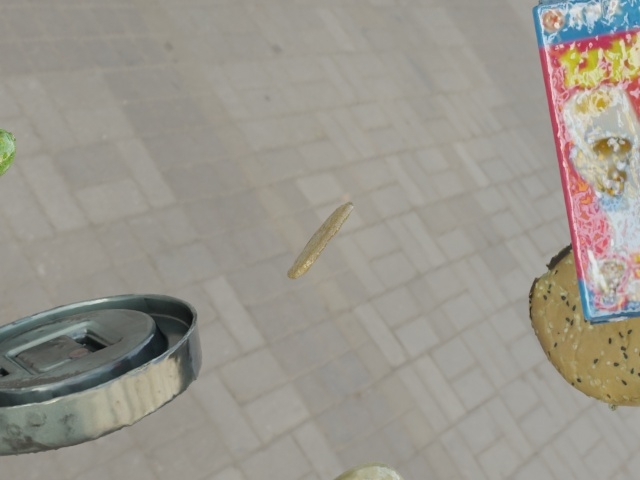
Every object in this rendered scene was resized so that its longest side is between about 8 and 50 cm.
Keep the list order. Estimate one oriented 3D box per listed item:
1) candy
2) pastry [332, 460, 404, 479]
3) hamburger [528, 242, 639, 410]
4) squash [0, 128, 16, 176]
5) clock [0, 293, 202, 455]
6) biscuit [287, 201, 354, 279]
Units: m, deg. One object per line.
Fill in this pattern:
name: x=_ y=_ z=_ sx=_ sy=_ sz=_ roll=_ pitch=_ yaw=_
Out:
candy: x=0.302 y=-0.085 z=1.070 sx=0.100 sy=0.157 sz=0.306 roll=-9 pitch=89 yaw=-76
pastry: x=0.063 y=0.408 z=1.799 sx=0.156 sy=0.156 sz=0.092 roll=-6 pitch=62 yaw=-53
hamburger: x=0.504 y=0.120 z=1.804 sx=0.195 sy=0.318 sz=0.277 roll=-6 pitch=58 yaw=-35
squash: x=-0.633 y=-0.065 z=1.731 sx=0.101 sy=0.379 sz=0.101 roll=59 pitch=-11 yaw=20
clock: x=-0.283 y=0.144 z=1.293 sx=0.312 sy=0.313 sz=0.061 roll=-41 pitch=123 yaw=-58
biscuit: x=0.000 y=0.000 z=1.547 sx=0.018 sy=0.071 sz=0.147 roll=44 pitch=57 yaw=-9
